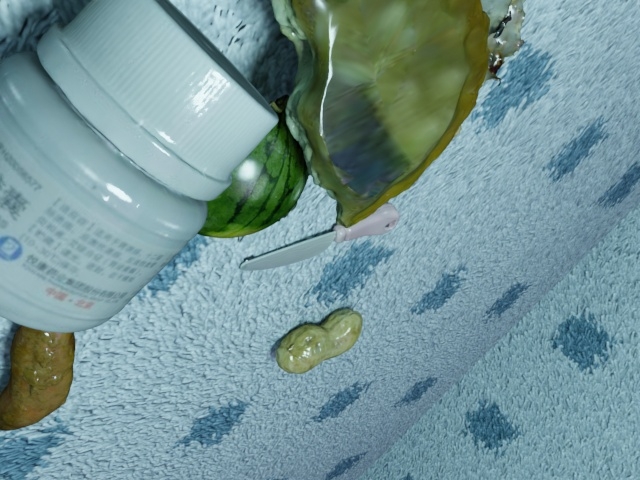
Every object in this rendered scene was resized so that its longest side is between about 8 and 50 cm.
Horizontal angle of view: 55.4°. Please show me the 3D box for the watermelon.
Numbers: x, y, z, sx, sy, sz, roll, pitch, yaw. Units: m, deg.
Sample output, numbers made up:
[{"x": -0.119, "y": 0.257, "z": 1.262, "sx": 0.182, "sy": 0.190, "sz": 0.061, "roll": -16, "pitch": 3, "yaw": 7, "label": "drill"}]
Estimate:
[{"x": -0.087, "y": -0.083, "z": 0.805, "sx": 0.232, "sy": 0.127, "sz": 0.204, "roll": -41, "pitch": -174, "yaw": 20, "label": "watermelon"}]

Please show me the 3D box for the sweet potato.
[{"x": -0.414, "y": 0.187, "z": 0.909, "sx": 0.354, "sy": 0.106, "sz": 0.095, "roll": -56, "pitch": 178, "yaw": 28, "label": "sweet potato"}]

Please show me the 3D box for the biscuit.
[{"x": 0.056, "y": -0.186, "z": 0.699, "sx": 0.335, "sy": 0.078, "sz": 0.329, "roll": 29, "pitch": 97, "yaw": -39, "label": "biscuit"}]

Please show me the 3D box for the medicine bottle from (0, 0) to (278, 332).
[{"x": -0.217, "y": -0.086, "z": 0.614, "sx": 0.306, "sy": 0.245, "sz": 0.245, "roll": -44, "pitch": 148, "yaw": 8, "label": "medicine bottle"}]

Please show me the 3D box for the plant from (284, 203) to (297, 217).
[{"x": -0.052, "y": -0.099, "z": 0.933, "sx": 0.085, "sy": 0.087, "sz": 0.174, "roll": 16, "pitch": 120, "yaw": -18, "label": "plant"}]

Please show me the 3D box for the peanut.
[{"x": 0.001, "y": 0.229, "z": 1.392, "sx": 0.229, "sy": 0.098, "sz": 0.103, "roll": -22, "pitch": 172, "yaw": -30, "label": "peanut"}]

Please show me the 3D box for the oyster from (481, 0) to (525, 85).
[{"x": 0.239, "y": -0.355, "z": 0.817, "sx": 0.198, "sy": 0.133, "sz": 0.337, "roll": -55, "pitch": 164, "yaw": -51, "label": "oyster"}]

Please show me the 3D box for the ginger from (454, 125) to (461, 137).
[{"x": 0.065, "y": -0.229, "z": 0.814, "sx": 0.126, "sy": 0.190, "sz": 0.354, "roll": -61, "pitch": 141, "yaw": -14, "label": "ginger"}]

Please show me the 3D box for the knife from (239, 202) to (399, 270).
[{"x": 0.000, "y": 0.001, "z": 1.166, "sx": 0.336, "sy": 0.043, "sz": 0.081, "roll": -19, "pitch": 151, "yaw": -18, "label": "knife"}]
